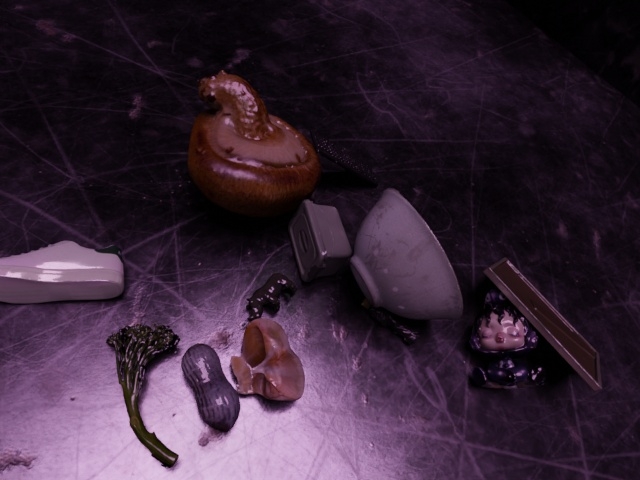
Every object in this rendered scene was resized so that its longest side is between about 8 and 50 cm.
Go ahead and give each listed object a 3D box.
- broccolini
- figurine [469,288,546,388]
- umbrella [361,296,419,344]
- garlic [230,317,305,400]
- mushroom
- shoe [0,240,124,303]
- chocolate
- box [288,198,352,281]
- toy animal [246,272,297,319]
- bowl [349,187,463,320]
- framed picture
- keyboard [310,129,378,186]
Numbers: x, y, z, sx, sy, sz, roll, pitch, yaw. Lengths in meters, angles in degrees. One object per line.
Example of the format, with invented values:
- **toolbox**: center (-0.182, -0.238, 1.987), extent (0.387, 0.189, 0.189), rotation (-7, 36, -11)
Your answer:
- **broccolini**: center (-0.286, 0.258, 0.741), extent (0.123, 0.062, 0.271), rotation (-27, 61, -13)
- **figurine**: center (0.415, 0.219, 0.931), extent (0.146, 0.145, 0.222), rotation (12, 61, -8)
- **umbrella**: center (0.153, 0.178, 0.931), extent (0.144, 0.040, 0.037), rotation (36, 28, 4)
- **garlic**: center (-0.098, 0.227, 0.797), extent (0.124, 0.099, 0.174), rotation (0, 56, -34)
- **mushroom**: center (-0.161, -0.213, 0.962), extent (0.346, 0.259, 0.345), rotation (13, 41, -11)
- **shoe**: center (-0.516, 0.053, 0.800), extent (0.265, 0.095, 0.110), rotation (6, 50, -18)
- **chocolate**: center (-0.199, 0.264, 0.756), extent (0.072, 0.072, 0.166), rotation (-20, 62, -26)
- **box**: center (0.000, 0.000, 0.964), extent (0.093, 0.124, 0.172), rotation (-1, 58, -28)
- **toy animal**: center (-0.112, 0.123, 0.891), extent (0.065, 0.047, 0.135), rotation (34, 56, 14)
- **bowl**: center (0.150, 0.061, 0.889), extent (0.146, 0.313, 0.313), rotation (-27, 66, -3)
- **framed picture**: center (0.525, 0.175, 0.980), extent (0.324, 0.020, 0.241), rotation (51, 27, 17)
- **keyboard**: center (0.069, -0.211, 1.101), extent (0.251, 0.017, 0.087), rotation (21, 41, -44)
